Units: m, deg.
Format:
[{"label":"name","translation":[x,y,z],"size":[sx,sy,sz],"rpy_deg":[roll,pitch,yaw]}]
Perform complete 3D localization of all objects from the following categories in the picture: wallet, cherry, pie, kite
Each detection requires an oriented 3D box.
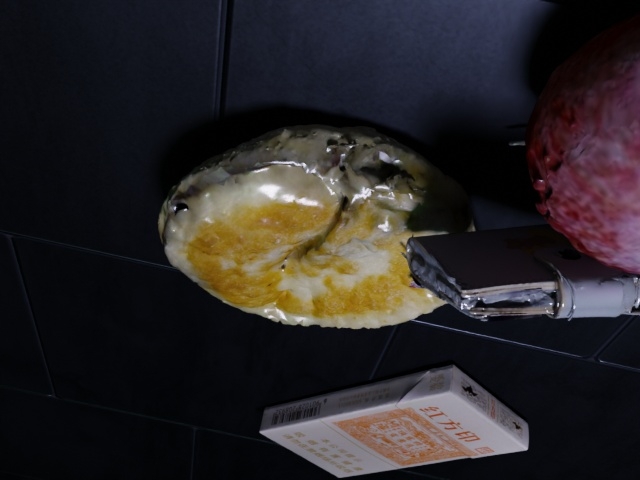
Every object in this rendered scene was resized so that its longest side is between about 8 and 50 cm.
[{"label":"wallet","translation":[0.203,0.030,0.697],"size":[0.231,0.170,0.069],"rpy_deg":[-4,109,-12]},{"label":"cherry","translation":[0.256,-0.084,0.571],"size":[0.192,0.175,0.250],"rpy_deg":[32,143,8]},{"label":"pie","translation":[0.000,0.000,0.832],"size":[0.339,0.077,0.339],"rpy_deg":[1,145,1]},{"label":"kite","translation":[0.108,0.031,0.802],"size":[0.044,0.002,0.078],"rpy_deg":[-8,143,10]}]

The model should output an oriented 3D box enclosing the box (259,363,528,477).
[{"label":"box","translation":[0.105,0.286,1.207],"size":[0.365,0.051,0.204],"rpy_deg":[-22,132,37]}]
